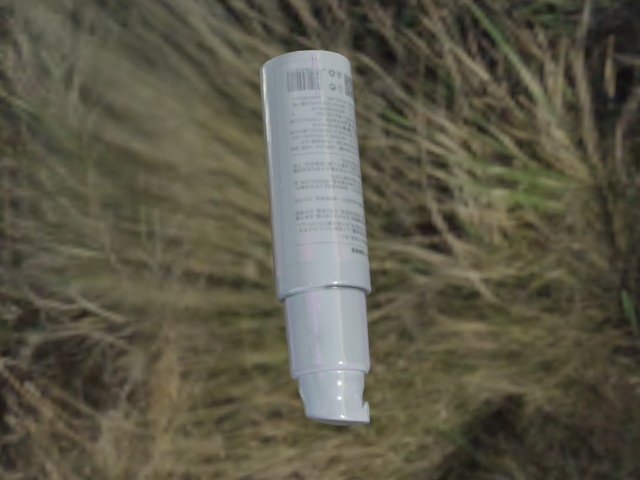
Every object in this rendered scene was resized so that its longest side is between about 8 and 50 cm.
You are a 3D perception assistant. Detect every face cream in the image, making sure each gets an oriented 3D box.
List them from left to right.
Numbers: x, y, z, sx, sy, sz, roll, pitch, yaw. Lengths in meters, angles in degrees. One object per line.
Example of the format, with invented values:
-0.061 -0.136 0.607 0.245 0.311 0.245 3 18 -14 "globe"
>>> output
0.000 0.000 0.513 0.034 0.034 0.130 -21 69 42 "face cream"
